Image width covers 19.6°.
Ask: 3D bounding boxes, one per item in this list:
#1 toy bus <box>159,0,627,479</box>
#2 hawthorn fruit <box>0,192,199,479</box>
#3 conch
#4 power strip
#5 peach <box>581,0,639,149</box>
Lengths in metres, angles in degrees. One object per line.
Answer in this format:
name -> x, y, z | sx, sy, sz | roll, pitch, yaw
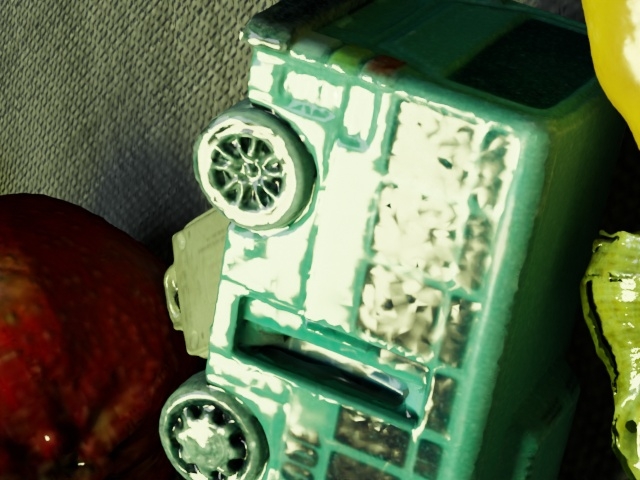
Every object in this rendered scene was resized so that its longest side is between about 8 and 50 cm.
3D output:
toy bus -> 0.030, 0.034, 0.724 | 0.147, 0.128, 0.256 | 20, 119, 20
hawthorn fruit -> -0.181, 0.072, 1.085 | 0.266, 0.210, 0.230 | -117, 23, -60
conch -> 0.130, 0.039, 0.648 | 0.089, 0.074, 0.121 | -172, 87, -71
power strip -> 0.000, 0.001, 0.902 | 0.272, 0.052, 0.078 | -28, 67, 58
peach -> 0.157, -0.081, 0.574 | 0.179, 0.103, 0.179 | 13, 105, 60
